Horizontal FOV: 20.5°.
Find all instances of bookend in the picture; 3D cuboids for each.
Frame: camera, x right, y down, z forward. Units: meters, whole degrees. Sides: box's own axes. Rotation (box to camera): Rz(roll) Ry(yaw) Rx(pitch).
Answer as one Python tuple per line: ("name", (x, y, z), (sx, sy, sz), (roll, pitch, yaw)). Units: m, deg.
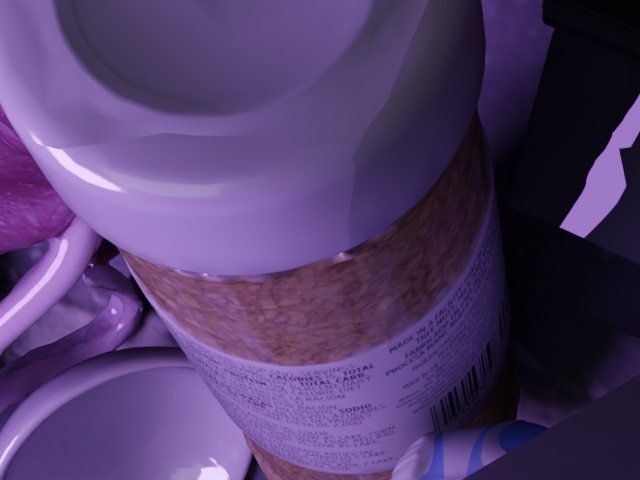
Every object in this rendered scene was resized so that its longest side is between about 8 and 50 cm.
("bookend", (0.120, -0.020, 0.589), (0.072, 0.157, 0.156), (25, 123, 22))

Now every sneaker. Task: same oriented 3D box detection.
("sneaker", (0.089, 0.126, 0.656), (0.086, 0.237, 0.085), (9, 74, 20))

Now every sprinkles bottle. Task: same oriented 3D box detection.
("sprinkles bottle", (0.000, 0.000, 0.576), (0.121, 0.121, 0.355), (31, 166, 18))

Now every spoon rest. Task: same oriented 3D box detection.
("spoon rest", (-0.104, 0.157, 0.851), (0.084, 0.137, 0.276), (54, 143, 36))

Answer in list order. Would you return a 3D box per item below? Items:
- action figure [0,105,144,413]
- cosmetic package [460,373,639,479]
("action figure", (-0.098, -0.065, 0.656), (0.370, 0.248, 0.275), (-18, 102, 41))
("cosmetic package", (0.161, 0.273, 0.461), (0.329, 0.327, 0.393), (26, 116, 30))
